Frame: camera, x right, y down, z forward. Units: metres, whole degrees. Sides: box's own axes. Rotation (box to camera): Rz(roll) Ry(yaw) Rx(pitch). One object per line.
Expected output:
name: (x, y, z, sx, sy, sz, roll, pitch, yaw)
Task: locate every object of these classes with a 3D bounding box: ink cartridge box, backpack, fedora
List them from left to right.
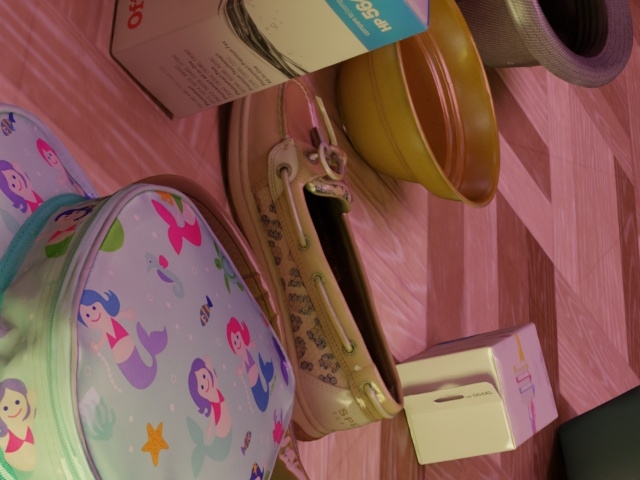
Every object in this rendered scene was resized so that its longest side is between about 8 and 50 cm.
backpack: (-0.140, 0.068, 0.740, 0.253, 0.191, 0.225, 56, 31, -25)
ink cartridge box: (-0.033, -0.187, 1.073, 0.086, 0.203, 0.148, 44, 39, -45)
ink cartridge box: (0.132, 0.132, 1.369, 0.143, 0.092, 0.090, -16, 91, -64)
fedora: (0.225, -0.269, 1.750, 0.275, 0.124, 0.243, -18, 90, -57)

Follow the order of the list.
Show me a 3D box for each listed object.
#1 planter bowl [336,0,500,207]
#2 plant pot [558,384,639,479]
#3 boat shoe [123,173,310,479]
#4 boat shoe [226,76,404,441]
planter bowl: (0.075, -0.122, 1.393, 0.217, 0.090, 0.217, 44, 38, -49)
plant pot: (0.349, 0.268, 1.579, 0.165, 0.165, 0.234, 55, 18, -15)
boat shoe: (-0.067, 0.105, 0.976, 0.302, 0.109, 0.098, 69, -14, -11)
boat shoe: (0.000, 0.000, 1.168, 0.104, 0.089, 0.285, 11, 66, -62)
